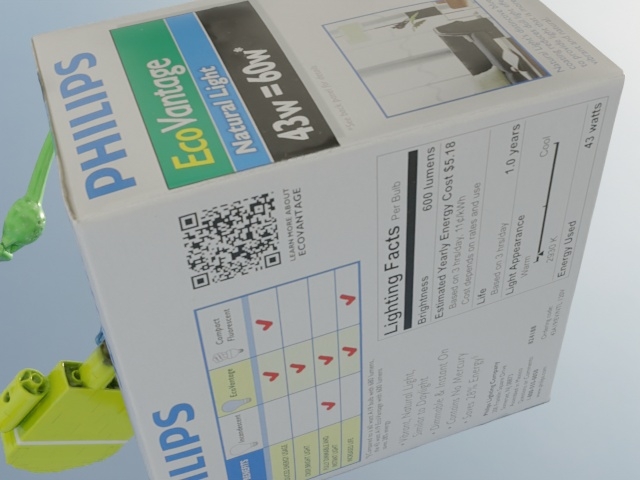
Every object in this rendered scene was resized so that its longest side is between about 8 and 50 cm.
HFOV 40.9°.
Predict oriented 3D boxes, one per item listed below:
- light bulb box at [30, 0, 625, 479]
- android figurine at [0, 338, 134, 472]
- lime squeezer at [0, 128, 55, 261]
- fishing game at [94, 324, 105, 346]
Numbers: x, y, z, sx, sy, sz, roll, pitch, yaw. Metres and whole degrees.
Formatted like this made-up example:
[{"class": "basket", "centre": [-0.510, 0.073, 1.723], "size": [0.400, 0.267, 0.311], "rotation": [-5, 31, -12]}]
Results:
[{"class": "light bulb box", "centre": [0.000, 0.000, 0.692], "size": [0.361, 0.358, 0.225], "rotation": [-15, -136, -13]}, {"class": "android figurine", "centre": [-0.306, 0.223, 1.120], "size": [0.248, 0.273, 0.056], "rotation": [12, -137, -46]}, {"class": "lime squeezer", "centre": [-0.384, -0.020, 0.963], "size": [0.310, 0.059, 0.110], "rotation": [-38, -87, -7]}, {"class": "fishing game", "centre": [-0.365, 0.189, 1.568], "size": [0.041, 0.264, 0.189], "rotation": [2, -158, 19]}]
